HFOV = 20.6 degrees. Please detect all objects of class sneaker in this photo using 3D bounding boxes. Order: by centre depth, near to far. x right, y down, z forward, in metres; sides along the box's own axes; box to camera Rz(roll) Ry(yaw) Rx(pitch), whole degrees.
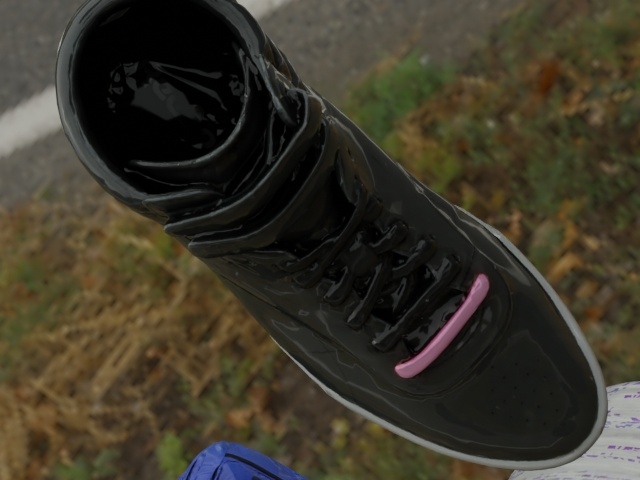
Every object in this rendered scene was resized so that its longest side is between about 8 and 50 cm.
[{"bbox_3d":[-0.001,0.000,0.719,0.104,0.296,0.147,-49,0,3],"label":"sneaker"}]

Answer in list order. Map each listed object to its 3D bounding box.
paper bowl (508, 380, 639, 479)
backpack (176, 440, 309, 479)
[{"bbox_3d":[0.214,0.227,0.981,0.284,0.284,0.148,-13,31,51],"label":"paper bowl"},{"bbox_3d":[-0.043,0.168,0.947,0.101,0.098,0.120,-52,6,39],"label":"backpack"}]
